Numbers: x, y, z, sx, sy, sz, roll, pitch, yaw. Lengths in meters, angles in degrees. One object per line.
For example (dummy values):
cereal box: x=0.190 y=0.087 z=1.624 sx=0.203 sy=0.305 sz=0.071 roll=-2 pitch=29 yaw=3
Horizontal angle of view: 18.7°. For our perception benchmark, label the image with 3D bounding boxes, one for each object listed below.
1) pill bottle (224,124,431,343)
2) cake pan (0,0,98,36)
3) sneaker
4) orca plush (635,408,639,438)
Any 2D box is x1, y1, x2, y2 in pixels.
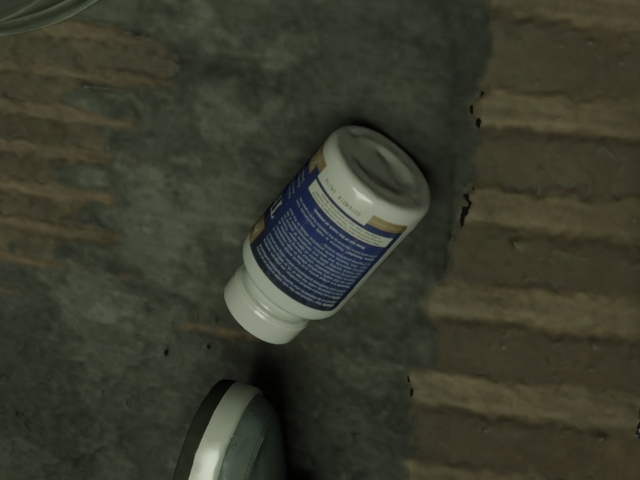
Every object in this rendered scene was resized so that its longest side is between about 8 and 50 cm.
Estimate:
pill bottle: x=0.000 y=0.000 z=1.052 sx=0.067 sy=0.067 sz=0.120 roll=39 pitch=121 yaw=-4
cake pan: x=-0.213 y=-0.235 z=1.008 sx=0.293 sy=0.054 sz=0.293 roll=7 pitch=118 yaw=14
sneaker: x=0.009 y=0.221 z=1.128 sx=0.178 sy=0.124 sz=0.295 roll=11 pitch=127 yaw=18
orca plush: x=0.217 y=-0.042 z=0.970 sx=0.151 sy=0.102 sz=0.287 roll=-9 pitch=129 yaw=-28
